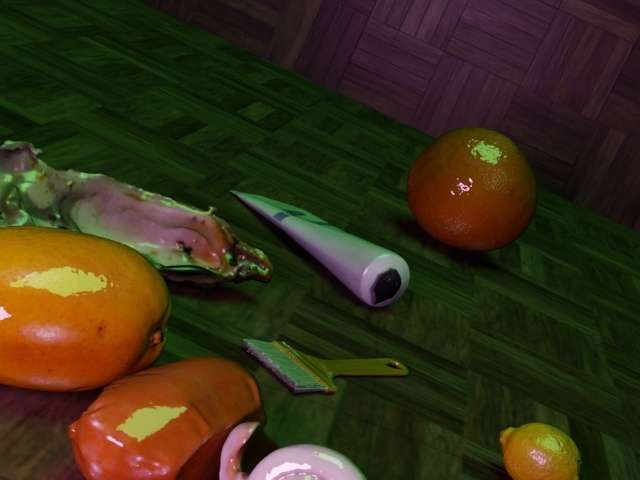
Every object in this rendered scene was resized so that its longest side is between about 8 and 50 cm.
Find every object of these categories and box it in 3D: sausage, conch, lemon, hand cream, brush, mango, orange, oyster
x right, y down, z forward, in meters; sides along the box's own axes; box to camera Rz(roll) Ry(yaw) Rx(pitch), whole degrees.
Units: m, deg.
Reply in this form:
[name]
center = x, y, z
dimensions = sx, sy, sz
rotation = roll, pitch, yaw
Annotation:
[sausage]
center = -0.093, 0.125, 0.775
dimensions = 0.089, 0.089, 0.179
rotation = 31, 21, 23
[conch]
center = -0.010, 0.162, 0.759
dimensions = 0.105, 0.094, 0.176
rotation = 7, 10, 9
[lemon]
center = 0.197, 0.195, 1.035
dimensions = 0.083, 0.062, 0.062
rotation = 34, 17, 24
[hand cream]
center = 0.000, 0.000, 1.451
dimensions = 0.109, 0.067, 0.321
rotation = 13, 11, -35
[brush]
center = 0.019, 0.121, 1.110
dimensions = 0.083, 0.011, 0.205
rotation = 35, 17, 37
[mango]
center = -0.215, 0.047, 0.820
dimensions = 0.219, 0.112, 0.145
rotation = 5, 19, -21
[orange]
center = 0.237, -0.077, 1.785
dimensions = 0.206, 0.206, 0.206
rotation = 23, 15, -6
[oyster]
center = -0.193, -0.003, 1.101
dimensions = 0.345, 0.078, 0.128
rotation = 16, 38, -35
